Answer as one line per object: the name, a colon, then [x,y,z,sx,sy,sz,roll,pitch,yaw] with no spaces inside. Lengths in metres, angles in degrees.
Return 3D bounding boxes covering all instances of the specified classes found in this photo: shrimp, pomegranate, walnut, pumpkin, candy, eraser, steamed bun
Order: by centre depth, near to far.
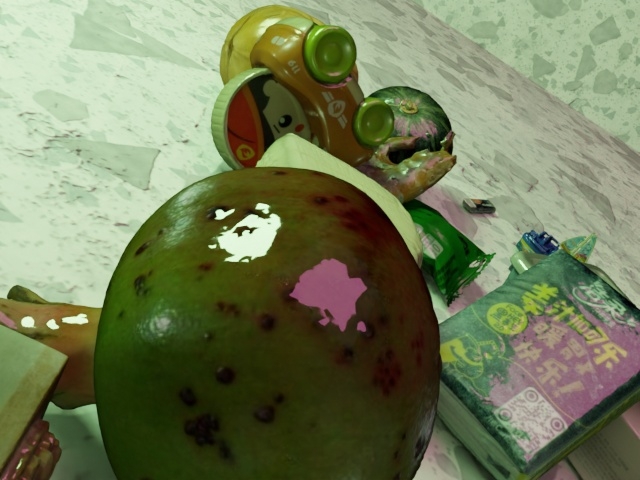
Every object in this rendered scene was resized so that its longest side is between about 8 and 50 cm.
pomegranate: [-0.067,0.100,0.542,0.323,0.290,0.290,-23,48,-7]
steamed bun: [0.000,0.000,0.835,0.200,0.154,0.250,29,22,-16]
candy: [0.145,-0.008,1.087,0.203,0.078,0.141,36,27,16]
shrimp: [0.118,-0.117,1.110,0.188,0.051,0.132,-22,58,-14]
walnut: [-0.050,-0.269,1.190,0.226,0.193,0.193,14,33,-45]
pumpkin: [0.132,-0.168,1.244,0.190,0.146,0.190,3,65,-7]
eraser: [0.295,-0.065,1.393,0.099,0.019,0.027,-1,44,-46]

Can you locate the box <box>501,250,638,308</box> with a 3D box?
box: [0.354,0.108,1.064,0.227,0.130,0.162,8,37,-37]

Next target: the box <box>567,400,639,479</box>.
box: [0.397,0.250,0.916,0.203,0.106,0.251,9,35,-36]

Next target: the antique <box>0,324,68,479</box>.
antique: [-0.227,0.130,0.394,0.148,0.152,0.146,25,27,-10]

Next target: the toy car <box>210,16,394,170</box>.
toy car: [-0.040,-0.167,1.023,0.235,0.235,0.145,16,6,-30]

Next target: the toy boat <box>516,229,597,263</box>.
toy boat: [0.434,0.027,1.297,0.175,0.110,0.091,47,31,20]

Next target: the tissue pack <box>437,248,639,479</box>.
tissue pack: [0.246,0.134,0.838,0.257,0.081,0.185,-26,55,-25]
